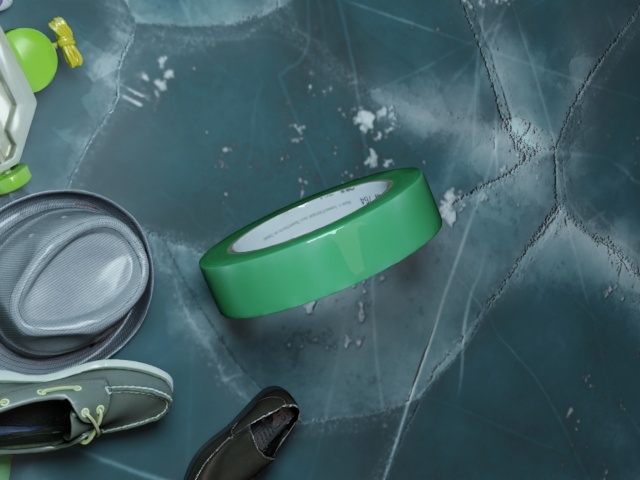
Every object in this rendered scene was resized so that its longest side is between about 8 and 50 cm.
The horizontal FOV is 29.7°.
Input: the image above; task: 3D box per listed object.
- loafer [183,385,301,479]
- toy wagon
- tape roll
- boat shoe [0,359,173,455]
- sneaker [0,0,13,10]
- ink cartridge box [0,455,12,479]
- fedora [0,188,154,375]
[{"bbox_3d":[-0.107,0.291,1.669,0.080,0.078,0.220,45,70,-19],"label":"loafer"},{"bbox_3d":[-0.456,-0.174,1.490,0.344,0.068,0.267,-33,115,-25],"label":"toy wagon"},{"bbox_3d":[0.000,0.000,1.595,0.321,0.321,0.077,-28,101,-25],"label":"tape roll"},{"bbox_3d":[-0.327,0.219,1.530,0.304,0.091,0.109,0,125,-24],"label":"boat shoe"},{"bbox_3d":[-0.442,-0.371,1.523,0.071,0.068,0.170,-19,98,-21],"label":"sneaker"},{"bbox_3d":[-0.434,0.382,1.469,0.171,0.056,0.235,17,80,-60],"label":"ink cartridge box"},{"bbox_3d":[-0.326,0.057,1.537,0.275,0.124,0.244,-26,100,-25],"label":"fedora"}]
